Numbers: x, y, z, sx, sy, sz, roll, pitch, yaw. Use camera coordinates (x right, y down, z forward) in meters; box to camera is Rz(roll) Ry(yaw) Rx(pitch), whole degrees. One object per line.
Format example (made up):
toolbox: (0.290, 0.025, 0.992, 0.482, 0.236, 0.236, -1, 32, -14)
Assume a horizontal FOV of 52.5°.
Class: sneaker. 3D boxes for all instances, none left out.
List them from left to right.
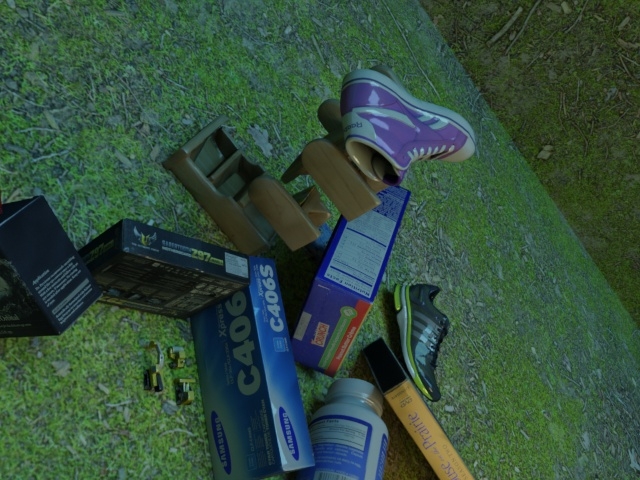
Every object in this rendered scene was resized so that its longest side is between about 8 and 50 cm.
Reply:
sneaker: (0.142, -0.143, 1.042, 0.282, 0.102, 0.161, 17, 62, -32)
sneaker: (0.253, 0.232, 1.547, 0.111, 0.121, 0.300, 51, 28, -64)

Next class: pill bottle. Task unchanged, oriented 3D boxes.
pill bottle: (0.041, 0.394, 1.178, 0.152, 0.152, 0.272, 44, 39, -24)

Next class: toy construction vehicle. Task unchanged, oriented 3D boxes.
toy construction vehicle: (-0.239, 0.213, 1.050, 0.086, 0.035, 0.098, 18, 54, -44)

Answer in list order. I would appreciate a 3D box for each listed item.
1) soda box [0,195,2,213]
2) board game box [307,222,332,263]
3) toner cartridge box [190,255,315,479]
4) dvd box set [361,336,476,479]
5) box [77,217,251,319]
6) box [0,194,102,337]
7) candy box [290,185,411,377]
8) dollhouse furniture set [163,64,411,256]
soda box: (-0.503, -0.096, 0.759, 0.263, 0.083, 0.092, 23, 32, 19)
board game box: (0.000, 0.000, 1.500, 0.090, 0.020, 0.090, 56, 37, -8)
toner cartridge box: (-0.124, 0.216, 1.082, 0.075, 0.165, 0.348, 10, 60, -47)
dvd box set: (0.238, 0.419, 1.350, 0.420, 0.062, 0.307, 57, 1, -8)
box: (-0.254, 0.053, 1.011, 0.233, 0.183, 0.059, 20, 52, -42)
box: (-0.397, 0.038, 0.835, 0.093, 0.156, 0.158, -57, 132, -50)
candy box: (0.054, 0.064, 1.288, 0.122, 0.268, 0.317, 24, 48, 2)
dollhouse furniture set: (-0.057, -0.173, 1.222, 0.256, 0.394, 0.362, 51, 37, -15)
